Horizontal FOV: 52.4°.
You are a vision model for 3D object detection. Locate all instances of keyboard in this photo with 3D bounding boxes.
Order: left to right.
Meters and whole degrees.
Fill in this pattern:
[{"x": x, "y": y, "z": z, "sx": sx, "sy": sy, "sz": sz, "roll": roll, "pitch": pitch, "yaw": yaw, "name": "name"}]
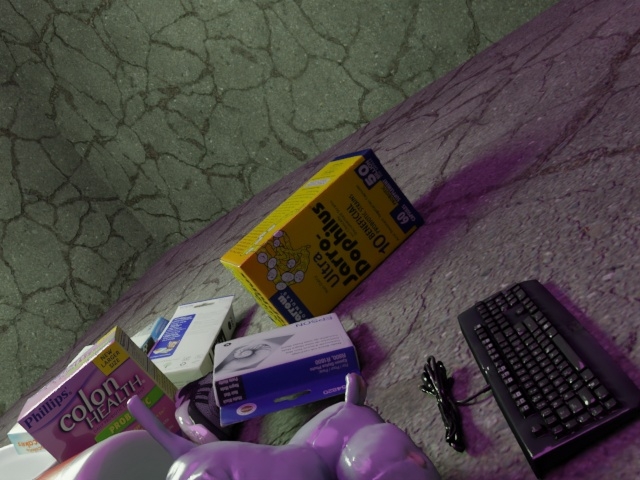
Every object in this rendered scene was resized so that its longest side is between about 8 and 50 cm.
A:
[{"x": 0.201, "y": 0.146, "z": 0.723, "sx": 0.201, "sy": 0.033, "sz": 0.317, "roll": -37, "pitch": 13, "yaw": 10, "name": "keyboard"}]

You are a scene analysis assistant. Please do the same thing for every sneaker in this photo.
[{"x": -0.163, "y": 0.269, "z": 1.112, "sx": 0.153, "sy": 0.101, "sz": 0.268, "roll": -41, "pitch": 14, "yaw": -9, "name": "sneaker"}]

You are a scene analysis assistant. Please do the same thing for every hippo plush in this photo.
[{"x": -0.014, "y": 0.272, "z": 0.630, "sx": 0.236, "sy": 0.234, "sz": 0.294, "roll": -12, "pitch": 15, "yaw": -32, "name": "hippo plush"}]

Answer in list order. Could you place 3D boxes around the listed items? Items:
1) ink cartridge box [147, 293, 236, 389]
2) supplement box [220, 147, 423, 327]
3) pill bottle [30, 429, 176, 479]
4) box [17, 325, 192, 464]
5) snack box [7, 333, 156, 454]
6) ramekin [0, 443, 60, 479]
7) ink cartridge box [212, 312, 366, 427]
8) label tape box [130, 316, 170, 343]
[{"x": -0.301, "y": 0.241, "z": 1.527, "sx": 0.165, "sy": 0.065, "sz": 0.333, "roll": -12, "pitch": 22, "yaw": 13, "name": "ink cartridge box"}, {"x": 0.000, "y": 0.000, "z": 1.350, "sx": 0.356, "sy": 0.194, "sz": 0.195, "roll": -43, "pitch": 14, "yaw": -13, "name": "supplement box"}, {"x": -0.333, "y": 0.415, "z": 0.825, "sx": 0.407, "sy": 0.229, "sz": 0.229, "roll": -32, "pitch": 15, "yaw": 26, "name": "pill bottle"}, {"x": -0.378, "y": 0.324, "z": 1.196, "sx": 0.213, "sy": 0.243, "sz": 0.117, "roll": -40, "pitch": 14, "yaw": -8, "name": "box"}, {"x": -0.501, "y": 0.326, "z": 1.416, "sx": 0.187, "sy": 0.060, "sz": 0.322, "roll": -12, "pitch": 21, "yaw": 16, "name": "snack box"}, {"x": -0.619, "y": 0.515, "z": 1.273, "sx": 0.277, "sy": 0.135, "sz": 0.277, "roll": -15, "pitch": 10, "yaw": 3, "name": "ramekin"}, {"x": -0.057, "y": 0.192, "z": 1.021, "sx": 0.223, "sy": 0.045, "sz": 0.224, "roll": -14, "pitch": 15, "yaw": -6, "name": "ink cartridge box"}, {"x": -0.457, "y": 0.318, "z": 1.686, "sx": 0.347, "sy": 0.115, "sz": 0.249, "roll": -37, "pitch": 15, "yaw": 13, "name": "label tape box"}]
